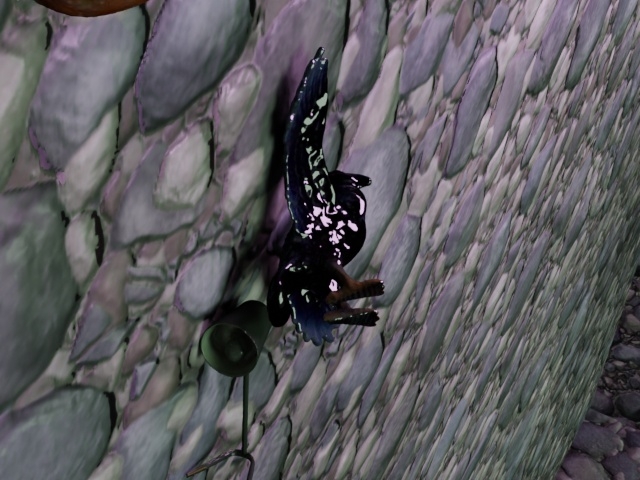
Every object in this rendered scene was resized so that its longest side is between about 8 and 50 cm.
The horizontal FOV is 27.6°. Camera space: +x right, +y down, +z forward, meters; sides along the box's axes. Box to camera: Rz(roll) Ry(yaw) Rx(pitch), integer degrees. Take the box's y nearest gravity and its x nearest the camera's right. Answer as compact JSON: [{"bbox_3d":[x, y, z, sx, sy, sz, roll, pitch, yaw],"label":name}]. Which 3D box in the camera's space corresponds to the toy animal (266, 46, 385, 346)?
[{"bbox_3d":[0.000,0.000,0.707,0.220,0.062,0.108,88,-1,-49],"label":"toy animal"}]

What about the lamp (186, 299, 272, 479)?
[{"bbox_3d":[-0.045,0.085,0.718,0.054,0.041,0.121,-54,156,-59],"label":"lamp"}]

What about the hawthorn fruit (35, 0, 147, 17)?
[{"bbox_3d":[-0.079,-0.090,0.384,0.103,0.067,0.067,-36,155,-9],"label":"hawthorn fruit"}]
